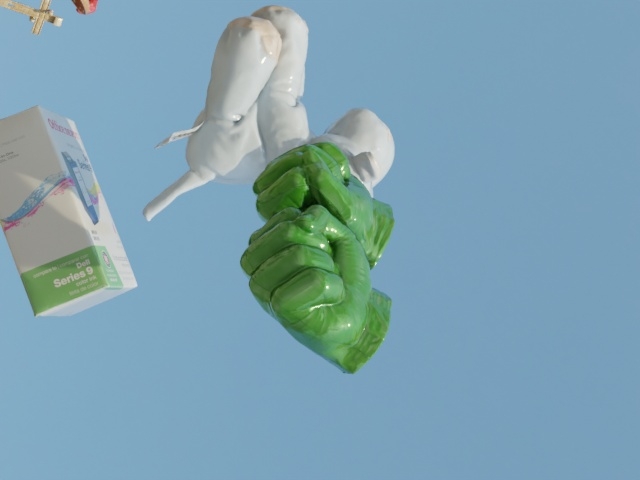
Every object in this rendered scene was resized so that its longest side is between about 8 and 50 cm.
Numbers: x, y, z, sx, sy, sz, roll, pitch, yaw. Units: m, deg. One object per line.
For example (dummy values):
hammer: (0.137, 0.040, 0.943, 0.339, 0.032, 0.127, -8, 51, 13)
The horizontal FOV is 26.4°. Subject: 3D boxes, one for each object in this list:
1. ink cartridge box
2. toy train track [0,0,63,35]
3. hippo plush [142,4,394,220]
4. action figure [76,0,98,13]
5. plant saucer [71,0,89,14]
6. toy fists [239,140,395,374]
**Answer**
ink cartridge box: (-0.292, -0.030, 1.494, 0.093, 0.154, 0.212, -23, -94, 3)
toy train track: (-0.335, -0.261, 1.548, 0.014, 0.083, 0.048, -115, -135, -64)
hippo plush: (-0.026, -0.134, 1.653, 0.237, 0.294, 0.234, 27, -51, 11)
action figure: (-0.375, -0.503, 2.285, 0.091, 0.139, 0.280, 48, -57, 13)
plant saucer: (-0.359, -0.367, 1.978, 0.013, 0.083, 0.083, -35, -134, -13)
toy fists: (0.000, 0.000, 1.331, 0.096, 0.142, 0.279, -44, -158, 30)
